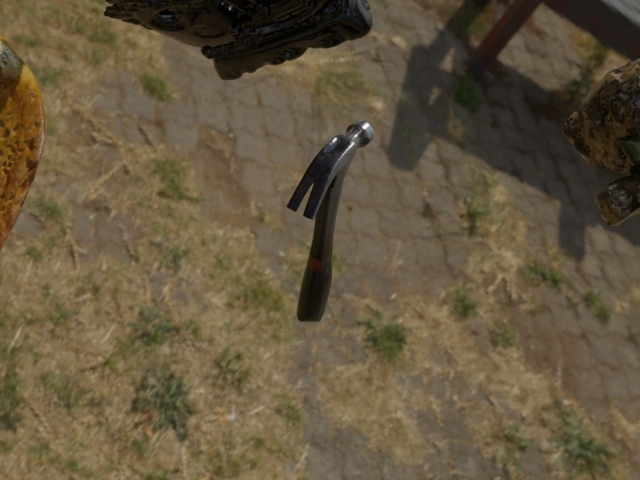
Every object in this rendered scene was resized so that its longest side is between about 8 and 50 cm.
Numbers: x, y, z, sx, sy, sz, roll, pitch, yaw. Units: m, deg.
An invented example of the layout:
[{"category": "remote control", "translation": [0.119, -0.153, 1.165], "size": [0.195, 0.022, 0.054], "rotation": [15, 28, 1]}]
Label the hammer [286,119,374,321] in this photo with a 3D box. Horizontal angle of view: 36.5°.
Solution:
[{"category": "hammer", "translation": [0.000, 0.000, 1.194], "size": [0.037, 0.290, 0.137], "rotation": [27, 44, 19]}]

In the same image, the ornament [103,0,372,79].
[{"category": "ornament", "translation": [-0.092, -0.279, 1.072], "size": [0.260, 0.251, 0.106], "rotation": [18, 59, -65]}]

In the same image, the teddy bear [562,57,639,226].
[{"category": "teddy bear", "translation": [0.396, -0.105, 1.040], "size": [0.222, 0.246, 0.296], "rotation": [40, 14, 2]}]

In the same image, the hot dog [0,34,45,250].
[{"category": "hot dog", "translation": [-0.512, -0.106, 1.358], "size": [0.185, 0.405, 0.223], "rotation": [26, 8, 16]}]
